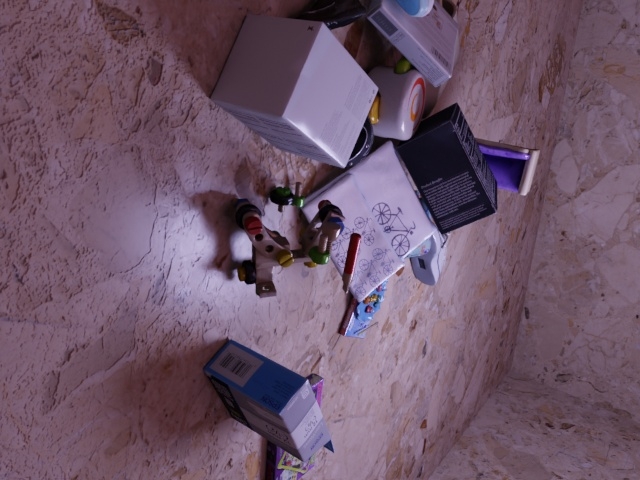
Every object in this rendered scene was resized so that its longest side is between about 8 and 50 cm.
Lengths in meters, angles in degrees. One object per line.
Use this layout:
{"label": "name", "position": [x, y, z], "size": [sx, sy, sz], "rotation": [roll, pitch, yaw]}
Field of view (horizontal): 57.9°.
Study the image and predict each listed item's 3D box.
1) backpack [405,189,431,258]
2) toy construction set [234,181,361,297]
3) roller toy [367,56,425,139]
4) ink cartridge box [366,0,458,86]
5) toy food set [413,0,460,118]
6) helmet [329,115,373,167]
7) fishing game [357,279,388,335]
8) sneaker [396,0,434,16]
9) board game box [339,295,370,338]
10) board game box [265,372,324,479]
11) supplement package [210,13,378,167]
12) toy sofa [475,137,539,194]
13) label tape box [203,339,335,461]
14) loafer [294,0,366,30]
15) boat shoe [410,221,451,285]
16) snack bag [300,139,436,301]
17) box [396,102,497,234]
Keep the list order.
{"label": "backpack", "position": [0.216, -0.041, 1.758], "size": [0.254, 0.191, 0.225], "rotation": [-10, 102, -43]}
{"label": "toy construction set", "position": [-0.053, 0.039, 1.322], "size": [0.258, 0.309, 0.237], "rotation": [-16, 124, -42]}
{"label": "roller toy", "position": [0.190, -0.373, 1.574], "size": [0.209, 0.146, 0.191], "rotation": [-68, 155, -17]}
{"label": "ink cartridge box", "position": [0.252, -0.580, 1.532], "size": [0.275, 0.060, 0.238], "rotation": [36, 49, -26]}
{"label": "toy food set", "position": [0.333, -0.545, 1.765], "size": [0.306, 0.093, 0.219], "rotation": [-62, 158, -10]}
{"label": "helmet", "position": [0.051, -0.263, 1.410], "size": [0.169, 0.170, 0.161], "rotation": [-53, 124, -25]}
{"label": "fishing game", "position": [0.178, 0.182, 1.894], "size": [0.189, 0.041, 0.263], "rotation": [-11, 115, -56]}
{"label": "sneaker", "position": [0.120, -0.618, 1.326], "size": [0.208, 0.127, 0.319], "rotation": [-48, 113, -24]}
{"label": "board game box", "position": [0.152, 0.186, 1.918], "size": [0.145, 0.027, 0.281], "rotation": [23, 87, -58]}
{"label": "board game box", "position": [-0.081, 0.602, 1.781], "size": [0.208, 0.056, 0.346], "rotation": [-17, 121, -46]}
{"label": "supplement package", "position": [-0.046, -0.309, 1.218], "size": [0.263, 0.198, 0.199], "rotation": [28, 83, -57]}
{"label": "toy sofa", "position": [0.519, -0.263, 1.913], "size": [0.177, 0.363, 0.150], "rotation": [-16, 120, -59]}
{"label": "label tape box", "position": [-0.119, 0.430, 1.448], "size": [0.115, 0.249, 0.347], "rotation": [-47, 140, -32]}
{"label": "loafer", "position": [0.011, -0.521, 1.321], "size": [0.220, 0.080, 0.078], "rotation": [-34, 100, -41]}
{"label": "boat shoe", "position": [0.410, 0.009, 2.103], "size": [0.156, 0.136, 0.367], "rotation": [-53, 146, -24]}
{"label": "snack bag", "position": [0.149, -0.055, 1.587], "size": [0.343, 0.037, 0.323], "rotation": [-37, 107, -20]}
{"label": "box", "position": [0.383, -0.221, 1.723], "size": [0.293, 0.183, 0.296], "rotation": [61, 24, -12]}
